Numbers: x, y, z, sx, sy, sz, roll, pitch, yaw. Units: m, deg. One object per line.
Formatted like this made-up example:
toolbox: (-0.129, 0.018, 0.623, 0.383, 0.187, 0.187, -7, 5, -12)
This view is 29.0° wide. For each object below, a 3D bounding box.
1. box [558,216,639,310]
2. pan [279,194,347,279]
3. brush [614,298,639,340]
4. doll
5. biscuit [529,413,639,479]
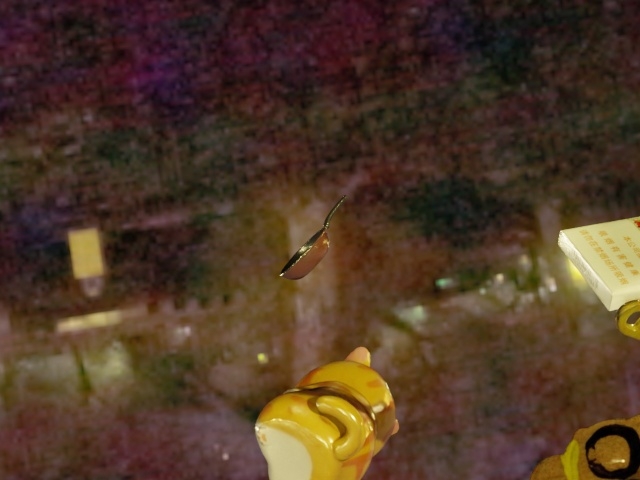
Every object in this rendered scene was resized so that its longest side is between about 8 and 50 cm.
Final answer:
box: (0.387, 0.013, 1.357, 0.220, 0.032, 0.122, -9, -143, -16)
pan: (0.001, 0.000, 1.328, 0.115, 0.023, 0.068, -52, -173, -17)
brush: (0.323, 0.093, 0.985, 0.218, 0.010, 0.082, 21, 122, -19)
doll: (0.013, 0.258, 1.711, 0.162, 0.167, 0.269, -11, -170, 14)
biscuit: (0.432, 0.345, 1.727, 0.290, 0.208, 0.041, -16, 150, 14)
